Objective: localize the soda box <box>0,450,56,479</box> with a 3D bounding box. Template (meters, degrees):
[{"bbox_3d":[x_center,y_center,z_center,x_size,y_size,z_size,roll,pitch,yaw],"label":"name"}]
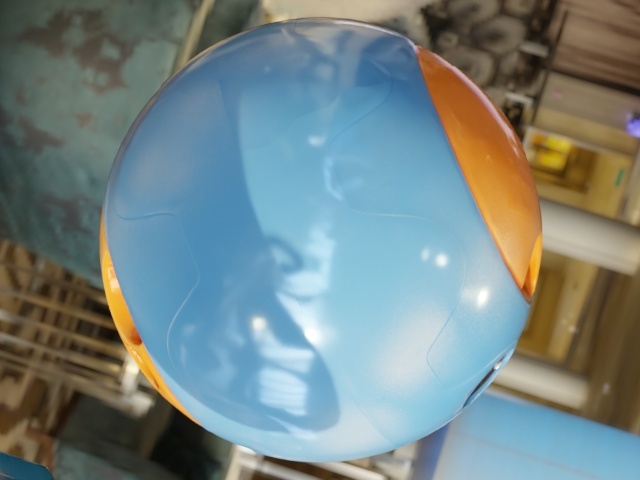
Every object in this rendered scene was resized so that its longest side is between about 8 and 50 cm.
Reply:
[{"bbox_3d":[-0.078,0.117,0.335,0.071,0.067,0.210,-63,-148,4],"label":"soda box"}]

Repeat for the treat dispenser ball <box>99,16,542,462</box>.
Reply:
[{"bbox_3d":[0.000,0.000,0.937,0.288,0.288,0.288,17,90,-83],"label":"treat dispenser ball"}]
